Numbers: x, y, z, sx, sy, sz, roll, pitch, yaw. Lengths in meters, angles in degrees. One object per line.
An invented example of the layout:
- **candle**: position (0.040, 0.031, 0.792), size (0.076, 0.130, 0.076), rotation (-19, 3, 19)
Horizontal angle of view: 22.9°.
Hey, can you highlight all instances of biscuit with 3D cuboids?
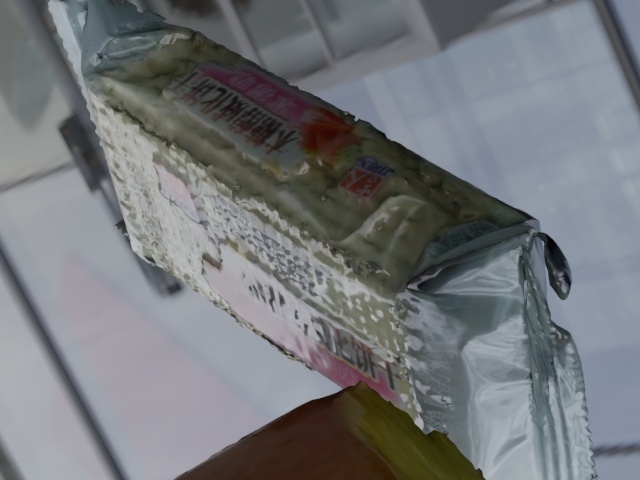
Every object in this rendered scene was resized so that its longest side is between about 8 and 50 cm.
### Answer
- **biscuit**: position (0.000, -0.003, 0.746), size (0.079, 0.186, 0.309), rotation (-41, -125, -22)

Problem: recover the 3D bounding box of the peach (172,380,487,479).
- **peach**: position (0.021, 0.261, 0.489), size (0.306, 0.380, 0.242), rotation (-43, 155, 14)
